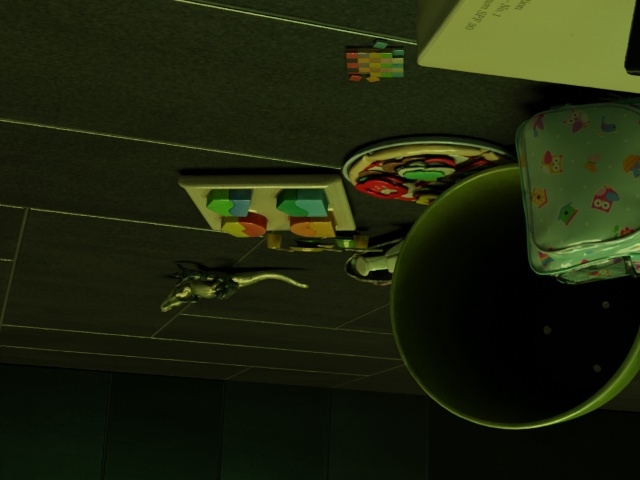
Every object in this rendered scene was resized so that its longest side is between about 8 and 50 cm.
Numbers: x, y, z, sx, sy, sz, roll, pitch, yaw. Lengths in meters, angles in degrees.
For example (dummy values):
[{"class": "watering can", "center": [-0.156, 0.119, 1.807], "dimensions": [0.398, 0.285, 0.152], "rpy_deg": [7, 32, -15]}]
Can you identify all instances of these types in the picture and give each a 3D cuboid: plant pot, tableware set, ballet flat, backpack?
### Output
[{"class": "plant pot", "center": [0.264, 0.085, 1.189], "dimensions": [0.274, 0.275, 0.293], "rpy_deg": [-6, 164, 28]}, {"class": "tableware set", "center": [0.000, 0.000, 1.421], "dimensions": [0.154, 0.024, 0.104], "rpy_deg": [0, -176, -30]}, {"class": "ballet flat", "center": [0.106, 0.028, 1.451], "dimensions": [0.079, 0.077, 0.221], "rpy_deg": [-10, 177, -33]}, {"class": "backpack", "center": [0.278, -0.051, 0.960], "dimensions": [0.188, 0.166, 0.144], "rpy_deg": [-7, 167, 22]}]

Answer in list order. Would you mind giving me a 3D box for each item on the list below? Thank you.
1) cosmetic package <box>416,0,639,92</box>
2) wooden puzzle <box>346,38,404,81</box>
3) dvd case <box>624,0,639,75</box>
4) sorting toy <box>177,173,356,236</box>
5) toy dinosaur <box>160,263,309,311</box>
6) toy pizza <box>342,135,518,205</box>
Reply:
[{"class": "cosmetic package", "center": [0.226, -0.166, 0.634], "dimensions": [0.309, 0.113, 0.160], "rpy_deg": [6, 165, -10]}, {"class": "wooden puzzle", "center": [0.047, -0.153, 0.911], "dimensions": [0.049, 0.006, 0.083], "rpy_deg": [1, 165, 5]}, {"class": "dvd case", "center": [0.283, -0.160, 0.536], "dimensions": [0.238, 0.179, 0.029], "rpy_deg": [5, -169, -10]}, {"class": "sorting toy", "center": [-0.060, -0.038, 1.304], "dimensions": [0.192, 0.038, 0.208], "rpy_deg": [0, 165, 8]}, {"class": "toy dinosaur", "center": [-0.164, 0.071, 1.704], "dimensions": [0.268, 0.064, 0.118], "rpy_deg": [-7, 169, 25]}, {"class": "toy pizza", "center": [0.125, -0.068, 1.174], "dimensions": [0.201, 0.032, 0.201], "rpy_deg": [2, 165, 1]}]
